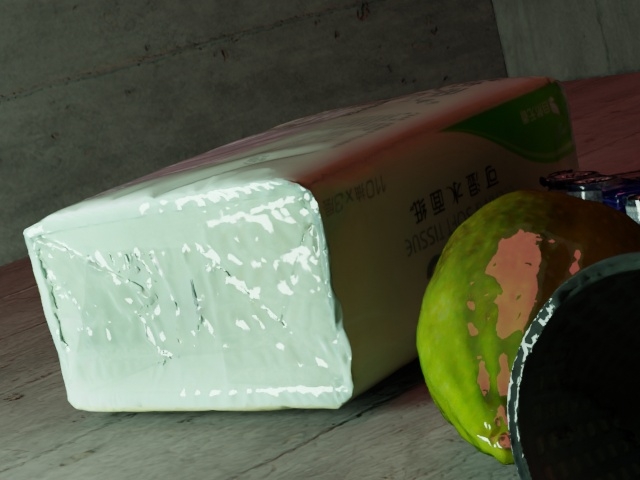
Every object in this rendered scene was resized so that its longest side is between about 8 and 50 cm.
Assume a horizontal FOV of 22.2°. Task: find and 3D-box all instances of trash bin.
[{"bbox_3d":[0.211,0.087,0.862,0.175,0.175,0.161,-6,0,38],"label":"trash bin"}]

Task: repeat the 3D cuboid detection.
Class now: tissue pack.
[{"bbox_3d":[0.000,0.000,1.449,0.331,0.205,0.405,-5,12,38],"label":"tissue pack"}]

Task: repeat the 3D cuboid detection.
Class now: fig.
[{"bbox_3d":[0.142,0.075,1.076,0.167,0.167,0.233,-6,49,37],"label":"fig"}]

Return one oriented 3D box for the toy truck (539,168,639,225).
[{"bbox_3d":[0.287,0.002,1.303,0.155,0.124,0.268,-10,8,-11],"label":"toy truck"}]
